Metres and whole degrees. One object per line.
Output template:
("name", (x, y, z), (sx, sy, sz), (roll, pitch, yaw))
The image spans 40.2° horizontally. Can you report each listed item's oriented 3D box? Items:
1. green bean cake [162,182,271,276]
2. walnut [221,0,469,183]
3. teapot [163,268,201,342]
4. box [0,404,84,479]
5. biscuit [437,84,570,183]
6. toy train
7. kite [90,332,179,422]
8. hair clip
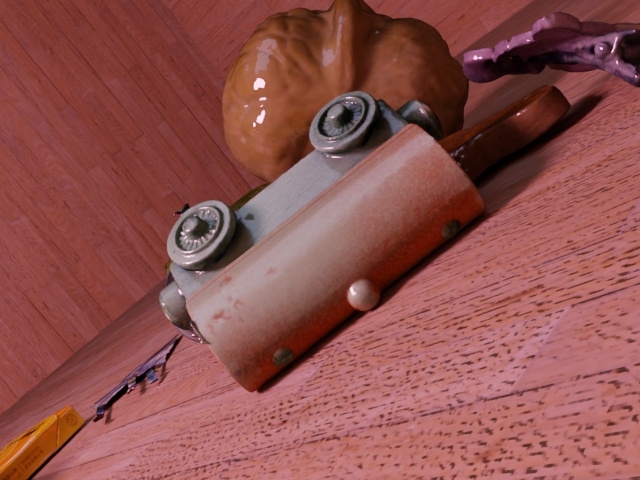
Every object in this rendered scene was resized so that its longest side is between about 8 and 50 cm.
("green bean cake", (-0.132, 0.002, 1.418), (0.200, 0.113, 0.214), (-33, 8, 40))
("walnut", (0.029, -0.165, 1.073), (0.253, 0.282, 0.277), (-61, 3, 7))
("teapot", (-0.110, 0.055, 0.994), (0.149, 0.111, 0.108), (-47, -4, -21))
("box", (-0.439, 0.328, 1.149), (0.152, 0.043, 0.269), (-32, 10, 31))
("biscuit", (0.108, -0.058, 0.862), (0.320, 0.047, 0.183), (-34, 10, 33))
("toy train", (0.000, 0.000, 0.723), (0.285, 0.116, 0.177), (-37, 44, -1))
("kite", (-0.271, 0.205, 1.226), (0.169, 0.015, 0.310), (-38, 4, -2))
("hair clip", (0.222, -0.158, 0.739), (0.146, 0.056, 0.187), (-1, 11, -15))
